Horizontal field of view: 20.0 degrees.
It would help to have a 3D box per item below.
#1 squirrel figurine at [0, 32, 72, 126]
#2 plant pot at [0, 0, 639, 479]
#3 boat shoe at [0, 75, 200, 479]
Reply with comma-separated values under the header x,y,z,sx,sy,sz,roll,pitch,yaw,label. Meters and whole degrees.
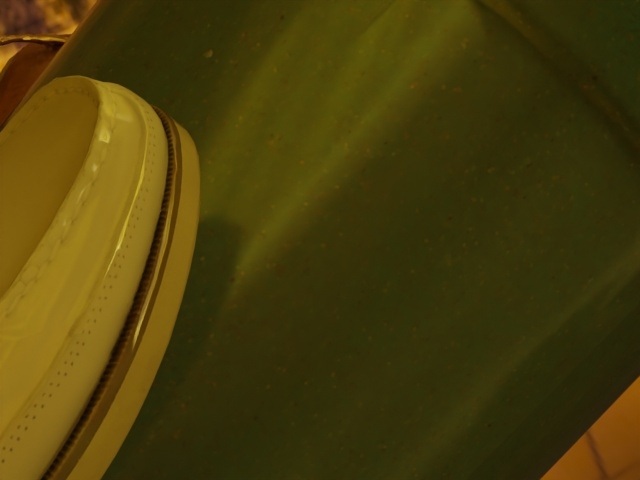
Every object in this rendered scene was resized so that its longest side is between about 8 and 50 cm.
x,y,z,sx,sy,sz,roll,pitch,yaw,label
-0.247,0.040,1.182,0.370,0.397,0.281,-7,163,12,squirrel figurine
0.000,0.000,0.788,0.334,0.341,0.341,-49,129,-12,plant pot
-0.143,0.065,0.523,0.103,0.113,0.302,41,68,-30,boat shoe
